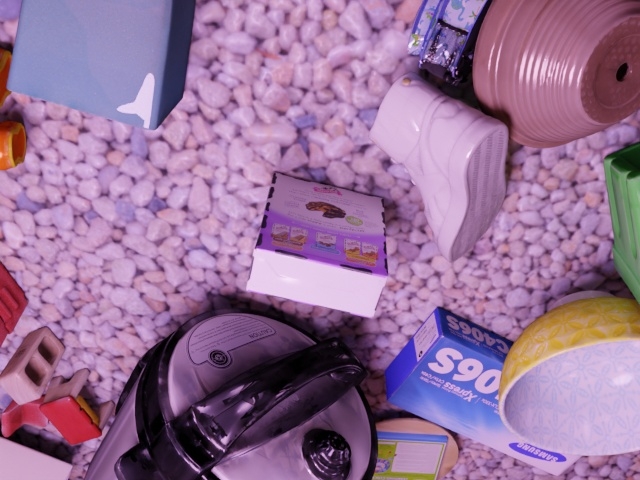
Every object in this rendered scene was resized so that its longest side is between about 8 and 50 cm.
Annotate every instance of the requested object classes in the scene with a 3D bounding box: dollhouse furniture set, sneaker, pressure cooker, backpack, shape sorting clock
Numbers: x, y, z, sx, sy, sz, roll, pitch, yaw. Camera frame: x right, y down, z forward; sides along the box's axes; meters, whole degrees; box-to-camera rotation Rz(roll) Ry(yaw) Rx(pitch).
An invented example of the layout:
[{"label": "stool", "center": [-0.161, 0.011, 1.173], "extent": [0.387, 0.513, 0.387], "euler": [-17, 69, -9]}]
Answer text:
[{"label": "dollhouse furniture set", "center": [-0.535, 0.223, 1.097], "extent": [0.201, 0.152, 0.374], "euler": [-18, 119, 14]}, {"label": "sneaker", "center": [0.151, -0.097, 0.892], "extent": [0.108, 0.169, 0.293], "euler": [-40, 152, -16]}, {"label": "pressure cooker", "center": [-0.119, 0.308, 1.000], "extent": [0.375, 0.370, 0.420], "euler": [24, 124, -16]}, {"label": "backpack", "center": [0.154, -0.250, 0.787], "extent": [0.084, 0.105, 0.114], "euler": [29, 112, 10]}, {"label": "shape sorting clock", "center": [0.145, 0.387, 1.225], "extent": [0.206, 0.040, 0.206], "euler": [0, 123, -1]}]

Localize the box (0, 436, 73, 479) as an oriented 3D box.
[{"label": "box", "center": [-0.615, 0.404, 1.207], "extent": [0.311, 0.121, 0.148], "euler": [26, 152, -12]}]

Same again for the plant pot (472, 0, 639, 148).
[{"label": "plant pot", "center": [0.298, -0.202, 0.752], "extent": [0.237, 0.110, 0.237], "euler": [-13, 125, -20]}]

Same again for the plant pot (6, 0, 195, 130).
[{"label": "plant pot", "center": [-0.227, -0.277, 0.765], "extent": [0.165, 0.166, 0.234], "euler": [16, 114, -6]}]

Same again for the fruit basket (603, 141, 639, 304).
[{"label": "fruit basket", "center": [0.572, 0.006, 0.848], "extent": [0.391, 0.283, 0.392], "euler": [3, 107, 11]}]

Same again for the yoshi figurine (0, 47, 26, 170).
[{"label": "yoshi figurine", "center": [-0.579, -0.173, 0.871], "extent": [0.362, 0.204, 0.203], "euler": [-2, 164, -11]}]

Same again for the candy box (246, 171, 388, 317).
[{"label": "candy box", "center": [0.000, 0.000, 0.897], "extent": [0.164, 0.196, 0.070], "euler": [13, 123, -4]}]

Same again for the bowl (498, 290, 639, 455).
[{"label": "bowl", "center": [0.392, 0.166, 0.961], "extent": [0.289, 0.156, 0.290], "euler": [3, 134, 3]}]

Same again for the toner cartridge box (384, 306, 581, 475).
[{"label": "toner cartridge box", "center": [0.295, 0.254, 1.112], "extent": [0.347, 0.075, 0.165], "euler": [25, 121, -12]}]
